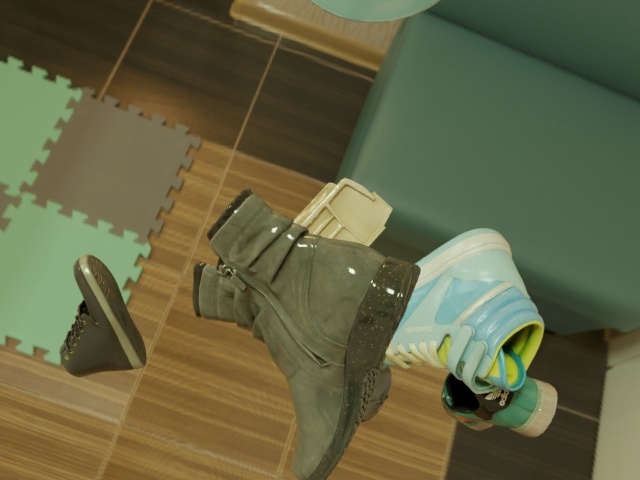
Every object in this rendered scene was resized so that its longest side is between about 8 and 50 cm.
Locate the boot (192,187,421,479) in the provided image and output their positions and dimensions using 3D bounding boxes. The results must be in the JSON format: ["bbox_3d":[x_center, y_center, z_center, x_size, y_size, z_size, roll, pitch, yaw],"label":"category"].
[{"bbox_3d":[-0.028,0.081,0.590,0.161,0.246,0.083,23,34,11],"label":"boot"}]

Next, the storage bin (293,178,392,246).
[{"bbox_3d":[0.000,0.000,1.445,0.123,0.262,0.260,42,88,-5],"label":"storage bin"}]

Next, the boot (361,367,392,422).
[{"bbox_3d":[0.072,0.231,1.338,0.094,0.207,0.246,27,98,27],"label":"boot"}]

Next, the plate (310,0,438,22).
[{"bbox_3d":[0.051,-0.291,0.657,0.188,0.024,0.188,-1,85,7],"label":"plate"}]

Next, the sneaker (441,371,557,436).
[{"bbox_3d":[0.236,0.226,1.120,0.121,0.302,0.108,25,76,-7],"label":"sneaker"}]

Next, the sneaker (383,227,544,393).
[{"bbox_3d":[0.153,0.148,0.985,0.127,0.319,0.208,27,30,-47],"label":"sneaker"}]

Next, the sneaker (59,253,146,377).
[{"bbox_3d":[-0.357,0.127,1.109,0.118,0.222,0.083,-15,34,-1],"label":"sneaker"}]
